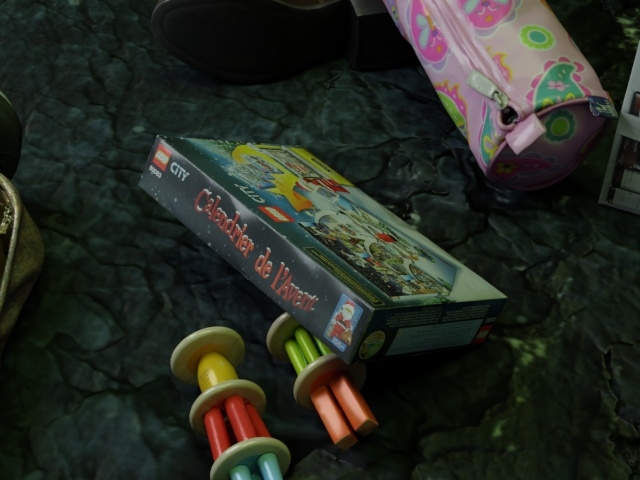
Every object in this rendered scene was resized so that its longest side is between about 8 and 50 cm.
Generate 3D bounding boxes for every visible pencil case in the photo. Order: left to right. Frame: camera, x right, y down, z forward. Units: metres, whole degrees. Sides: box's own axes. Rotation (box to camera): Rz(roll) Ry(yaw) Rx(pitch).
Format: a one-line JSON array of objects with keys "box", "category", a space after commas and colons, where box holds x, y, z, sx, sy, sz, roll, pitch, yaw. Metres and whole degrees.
[{"box": [0.135, -0.176, 0.988, 0.124, 0.124, 0.284, -15, 61, -19], "category": "pencil case"}]

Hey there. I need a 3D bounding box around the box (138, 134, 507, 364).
[{"box": [0.000, 0.000, 0.840, 0.159, 0.044, 0.233, -1, 32, -49], "category": "box"}]

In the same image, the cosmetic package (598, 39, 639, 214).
[{"box": [0.289, -0.121, 0.896, 0.098, 0.239, 0.060, 16, 42, 15], "category": "cosmetic package"}]

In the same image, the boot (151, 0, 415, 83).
[{"box": [-0.054, -0.276, 1.162, 0.264, 0.096, 0.280, -9, 42, -12], "category": "boot"}]

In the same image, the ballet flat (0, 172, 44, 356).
[{"box": [-0.259, 0.065, 0.757, 0.107, 0.106, 0.316, 2, 42, -1], "category": "ballet flat"}]

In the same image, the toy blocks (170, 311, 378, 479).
[{"box": [-0.020, 0.116, 0.751, 0.123, 0.054, 0.148, -13, 44, -16], "category": "toy blocks"}]

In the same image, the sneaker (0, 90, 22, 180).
[{"box": [-0.443, -0.149, 0.941, 0.447, 0.169, 0.258, 2, 43, 3], "category": "sneaker"}]
